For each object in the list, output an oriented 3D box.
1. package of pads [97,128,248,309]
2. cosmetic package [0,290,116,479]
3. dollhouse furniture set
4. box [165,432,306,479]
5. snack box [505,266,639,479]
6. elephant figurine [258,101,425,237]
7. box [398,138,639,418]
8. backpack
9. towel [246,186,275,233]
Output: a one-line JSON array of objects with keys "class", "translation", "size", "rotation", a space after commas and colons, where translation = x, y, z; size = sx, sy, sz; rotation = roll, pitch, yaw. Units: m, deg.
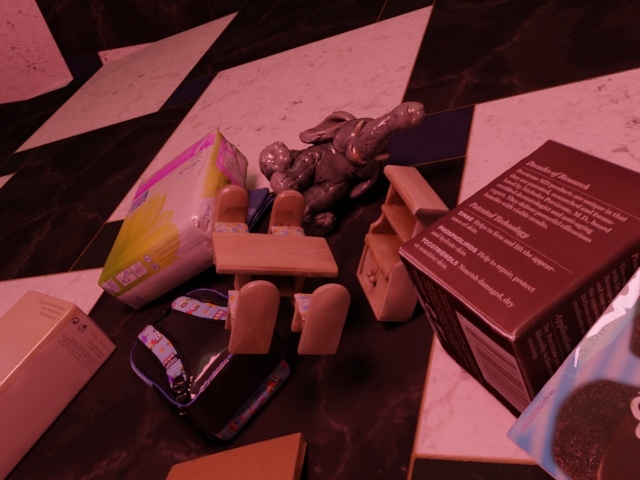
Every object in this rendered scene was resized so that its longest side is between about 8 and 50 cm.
[{"class": "package of pads", "translation": [-0.240, -0.045, 1.044], "size": [0.229, 0.101, 0.296], "rotation": [-29, 34, 22]}, {"class": "cosmetic package", "translation": [-0.475, 0.231, 0.891], "size": [0.160, 0.113, 0.309], "rotation": [5, 47, 39]}, {"class": "dollhouse furniture set", "translation": [0.000, 0.000, 0.700], "size": [0.242, 0.161, 0.212], "rotation": [3, 31, -18]}, {"class": "box", "translation": [-0.102, 0.277, 0.590], "size": [0.164, 0.021, 0.201], "rotation": [-18, 17, 11]}, {"class": "snack box", "translation": [0.309, 0.079, 0.424], "size": [0.187, 0.060, 0.322], "rotation": [39, 94, 30]}, {"class": "elephant figurine", "translation": [0.040, -0.127, 0.937], "size": [0.239, 0.169, 0.186], "rotation": [-37, 50, 1]}, {"class": "box", "translation": [0.220, 0.043, 0.582], "size": [0.203, 0.168, 0.167], "rotation": [-35, 36, -9]}, {"class": "backpack", "translation": [-0.146, 0.145, 0.759], "size": [0.173, 0.117, 0.158], "rotation": [16, 56, 45]}, {"class": "towel", "translation": [-0.131, -0.042, 1.055], "size": [0.067, 0.029, 0.119], "rotation": [-4, 44, 37]}]
